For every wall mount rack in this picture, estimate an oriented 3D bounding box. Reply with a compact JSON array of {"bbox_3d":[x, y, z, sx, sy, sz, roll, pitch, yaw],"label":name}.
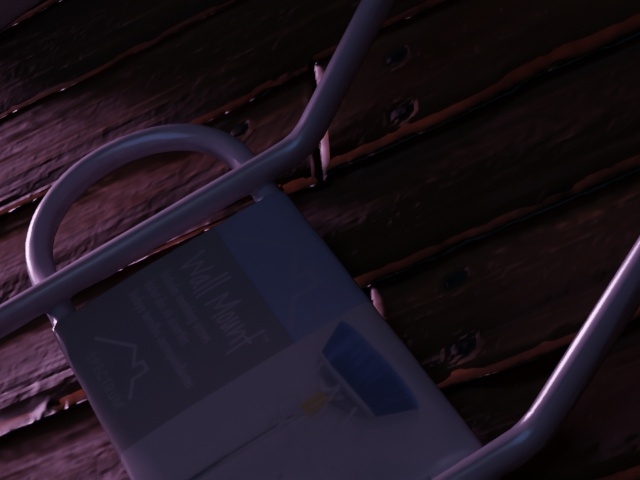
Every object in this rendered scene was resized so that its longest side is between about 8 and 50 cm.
[{"bbox_3d":[0.000,0.000,0.723,0.304,0.130,0.350,-32,45,-5],"label":"wall mount rack"}]

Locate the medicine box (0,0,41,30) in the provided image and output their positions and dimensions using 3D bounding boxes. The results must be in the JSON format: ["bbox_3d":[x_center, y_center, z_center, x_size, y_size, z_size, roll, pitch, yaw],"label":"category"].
[{"bbox_3d":[-0.169,-0.282,1.032,0.263,0.149,0.289,-32,47,17],"label":"medicine box"}]
